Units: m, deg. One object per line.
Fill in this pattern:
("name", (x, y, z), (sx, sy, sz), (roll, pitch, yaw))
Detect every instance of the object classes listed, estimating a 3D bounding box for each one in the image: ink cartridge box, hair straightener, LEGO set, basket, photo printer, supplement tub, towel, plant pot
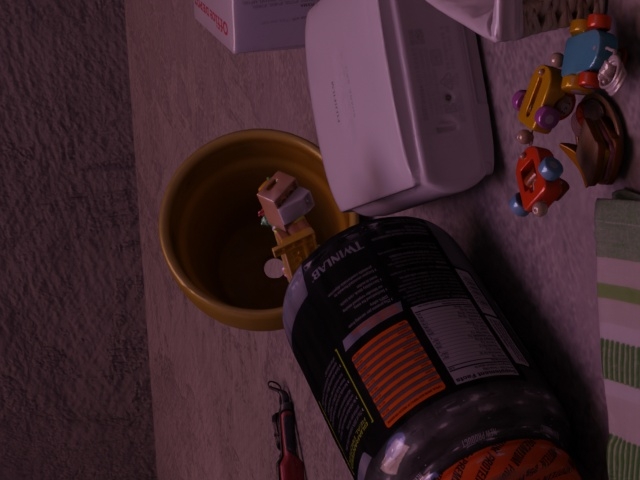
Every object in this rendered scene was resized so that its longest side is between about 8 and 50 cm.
("ink cartridge box", (-0.093, -0.423, 1.900), (0.226, 0.131, 0.306), (-131, 37, -61))
("hair straightener", (-0.064, 0.345, 2.367), (0.089, 0.047, 0.230), (153, 107, -73))
("LEGO set", (0.000, 0.000, 1.529), (0.132, 0.287, 0.107), (-49, 46, 17))
("basket", (0.158, -0.241, 1.195), (0.167, 0.103, 0.113), (-129, 33, -61))
("photo printer", (0.070, -0.158, 1.532), (0.307, 0.107, 0.256), (165, 96, -74))
("supplement tub", (0.107, 0.150, 1.391), (0.338, 0.207, 0.207), (-118, 25, -45))
("towel", (0.286, 0.130, 1.093), (0.248, 0.038, 0.324), (-162, 66, -71))
("plant pot", (-0.072, 0.009, 1.910), (0.239, 0.254, 0.254), (79, 177, -73))

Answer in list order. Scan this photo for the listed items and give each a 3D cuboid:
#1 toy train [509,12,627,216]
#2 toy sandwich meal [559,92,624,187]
("toy train", (0.204, -0.098, 1.148), (0.125, 0.046, 0.166), (-99, 31, -41))
("toy sandwich meal", (0.223, -0.081, 1.192), (0.085, 0.029, 0.085), (171, 90, -74))
